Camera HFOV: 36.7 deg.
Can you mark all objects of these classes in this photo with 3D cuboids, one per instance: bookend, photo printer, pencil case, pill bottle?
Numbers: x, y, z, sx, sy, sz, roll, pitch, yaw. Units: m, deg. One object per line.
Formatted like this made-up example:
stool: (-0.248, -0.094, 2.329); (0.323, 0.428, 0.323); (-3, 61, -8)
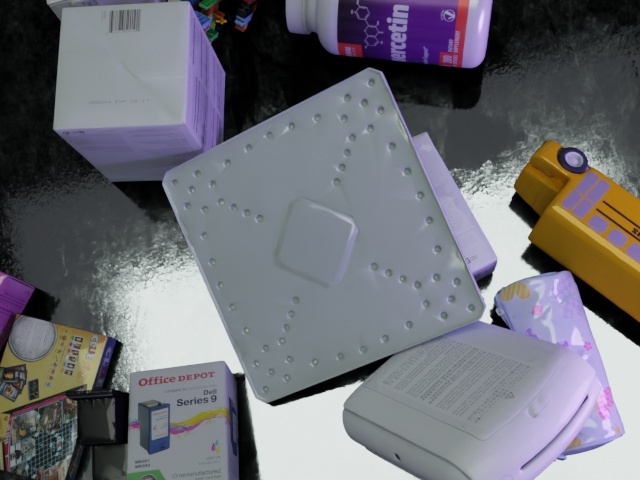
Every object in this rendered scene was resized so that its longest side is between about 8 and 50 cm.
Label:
bookend: (-0.323, 0.309, 1.454); (0.072, 0.156, 0.157); (-5, 77, 5)
photo printer: (0.210, 0.227, 1.323); (0.256, 0.307, 0.107); (-38, 117, -23)
pencil case: (0.352, 0.180, 1.427); (0.124, 0.113, 0.273); (-12, 75, -18)
pill bottle: (0.114, -0.383, 1.559); (0.322, 0.181, 0.182); (7, 77, 9)

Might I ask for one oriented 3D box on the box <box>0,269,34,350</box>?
box: (-0.627, 0.128, 1.553); (0.213, 0.117, 0.243); (25, 81, 12)

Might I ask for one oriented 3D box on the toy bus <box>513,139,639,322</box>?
toy bus: (0.433, -0.002, 1.446); (0.332, 0.108, 0.130); (38, 59, 13)

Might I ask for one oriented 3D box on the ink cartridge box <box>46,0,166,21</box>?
ink cartridge box: (-0.371, -0.479, 1.644); (0.168, 0.171, 0.233); (-13, 76, 3)

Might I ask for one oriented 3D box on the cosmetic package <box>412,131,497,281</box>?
cosmetic package: (0.184, -0.042, 1.503); (0.085, 0.117, 0.231); (-26, 76, -1)

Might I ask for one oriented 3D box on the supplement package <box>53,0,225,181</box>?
supplement package: (-0.274, -0.225, 1.523); (0.199, 0.263, 0.198); (-1, 76, 6)

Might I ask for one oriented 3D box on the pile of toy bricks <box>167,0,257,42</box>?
pile of toy bricks: (-0.193, -0.363, 1.630); (0.118, 0.105, 0.212); (29, 40, 9)

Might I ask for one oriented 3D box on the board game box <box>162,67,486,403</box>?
board game box: (0.000, 0.000, 1.445); (0.390, 0.050, 0.390); (-24, 89, 21)

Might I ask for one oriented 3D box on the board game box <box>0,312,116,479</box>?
board game box: (-0.442, 0.254, 1.540); (0.165, 0.042, 0.243); (13, 78, 10)

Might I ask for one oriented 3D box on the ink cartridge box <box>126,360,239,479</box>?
ink cartridge box: (-0.205, 0.300, 1.448); (0.154, 0.093, 0.212); (-7, 56, 4)
